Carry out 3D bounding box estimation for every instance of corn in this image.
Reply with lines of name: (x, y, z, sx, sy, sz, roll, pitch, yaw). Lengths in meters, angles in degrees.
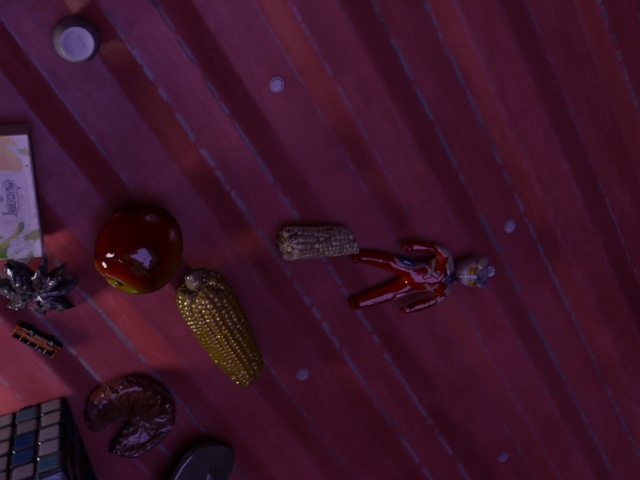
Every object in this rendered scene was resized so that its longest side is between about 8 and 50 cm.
corn: (0.000, 0.000, 1.814, 0.210, 0.087, 0.087, -5, 112, -20)
corn: (-0.229, 0.205, 1.787, 0.130, 0.130, 0.347, -28, 121, -7)

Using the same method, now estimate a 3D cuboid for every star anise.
star anise: (-0.609, 0.104, 1.632, 0.180, 0.061, 0.205, -13, 140, -2)

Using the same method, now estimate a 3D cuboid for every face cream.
face cream: (-0.472, -0.387, 1.488, 0.091, 0.095, 0.091, -7, 113, -16)

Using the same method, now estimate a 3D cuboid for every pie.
pie: (-0.450, 0.419, 1.833, 0.204, 0.054, 0.218, -45, 118, 2)

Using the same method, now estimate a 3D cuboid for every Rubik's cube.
Rubik's cube: (-0.655, 0.568, 1.687, 0.291, 0.293, 0.287, -19, 116, -14)

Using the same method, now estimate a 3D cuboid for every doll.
doll: (0.259, 0.091, 1.940, 0.383, 0.099, 0.189, -6, 112, -14)

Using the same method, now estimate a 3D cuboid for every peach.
peach: (-0.382, 0.011, 1.632, 0.197, 0.197, 0.198, -7, 112, -17)

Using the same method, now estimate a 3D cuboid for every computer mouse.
computer mouse: (-0.325, 0.655, 1.922, 0.197, 0.095, 0.331, 16, 103, -49)

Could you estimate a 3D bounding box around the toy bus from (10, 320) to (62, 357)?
toy bus: (-0.629, 0.220, 1.706, 0.110, 0.031, 0.043, 37, 97, -26)

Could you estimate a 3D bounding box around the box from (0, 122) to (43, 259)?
box: (-0.664, -0.094, 1.528, 0.194, 0.111, 0.261, -7, 110, -17)
